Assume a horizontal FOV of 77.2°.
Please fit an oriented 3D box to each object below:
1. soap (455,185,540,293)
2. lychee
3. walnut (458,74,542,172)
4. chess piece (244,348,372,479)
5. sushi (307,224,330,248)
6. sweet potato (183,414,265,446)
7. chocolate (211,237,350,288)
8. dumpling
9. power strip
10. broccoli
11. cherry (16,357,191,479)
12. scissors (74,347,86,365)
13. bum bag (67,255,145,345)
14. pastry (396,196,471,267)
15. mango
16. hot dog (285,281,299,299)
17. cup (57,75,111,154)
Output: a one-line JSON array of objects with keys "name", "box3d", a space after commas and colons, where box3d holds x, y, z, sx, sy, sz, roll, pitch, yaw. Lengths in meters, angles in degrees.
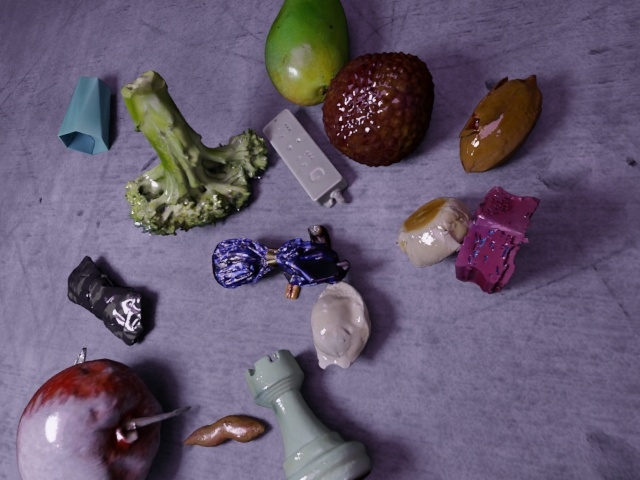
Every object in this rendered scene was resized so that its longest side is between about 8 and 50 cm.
[{"name": "soap", "box3d": [0.332, 0.001, 0.754, 0.099, 0.250, 0.162, 28, 84, 23]}, {"name": "lychee", "box3d": [0.133, -0.301, 0.920, 0.261, 0.260, 0.260, -5, 74, 19]}, {"name": "walnut", "box3d": [0.391, -0.251, 0.873, 0.137, 0.137, 0.245, 42, 95, 25]}, {"name": "chess piece", "box3d": [-0.046, 0.384, 0.835, 0.195, 0.194, 0.299, -40, 58, 6]}, {"name": "sushi", "box3d": [0.000, 0.000, 0.998, 0.046, 0.044, 0.083, -14, 72, -7]}, {"name": "sweet potato", "box3d": [-0.231, 0.449, 0.945, 0.219, 0.051, 0.065, -15, 73, 15]}, {"name": "chocolate", "box3d": [-0.089, 0.046, 0.942, 0.344, 0.148, 0.126, -3, 113, 27]}, {"name": "dumpling", "box3d": [0.047, 0.186, 0.881, 0.136, 0.118, 0.199, 7, 83, 25]}, {"name": "power strip", "box3d": [-0.039, -0.214, 1.054, 0.098, 0.058, 0.338, -38, 67, 6]}, {"name": "broccoli", "box3d": [-0.368, -0.178, 0.988, 0.275, 0.397, 0.353, 23, 92, 26]}, {"name": "cherry", "box3d": [-0.540, 0.462, 0.944, 0.335, 0.291, 0.326, -47, 75, 23]}, {"name": "scissors", "box3d": [-0.709, 0.457, 1.136, 0.109, 0.022, 0.299, 3, 76, 17]}, {"name": "bum bag", "box3d": [-0.614, 0.164, 1.144, 0.341, 0.095, 0.144, 26, 100, 26]}, {"name": "pastry", "box3d": [0.240, -0.021, 0.850, 0.166, 0.166, 0.088, -41, 102, 5]}, {"name": "mango", "box3d": [-0.037, -0.528, 1.064, 0.225, 0.201, 0.381, -13, 68, 27]}, {"name": "hot dog", "box3d": [-0.065, 0.106, 0.995, 0.037, 0.021, 0.083, 10, 80, 21]}, {"name": "cup", "box3d": [-0.774, -0.425, 1.349, 0.134, 0.148, 0.235, -19, 63, 43]}]
